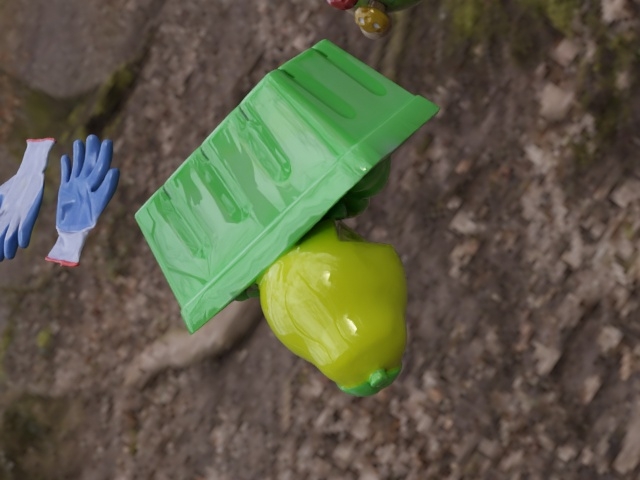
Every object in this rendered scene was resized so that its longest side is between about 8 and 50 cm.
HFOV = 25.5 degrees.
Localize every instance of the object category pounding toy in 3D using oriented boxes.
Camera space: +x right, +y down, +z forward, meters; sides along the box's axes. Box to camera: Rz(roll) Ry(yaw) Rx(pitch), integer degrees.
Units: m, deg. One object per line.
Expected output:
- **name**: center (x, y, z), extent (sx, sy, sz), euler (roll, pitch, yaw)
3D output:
- **pounding toy**: center (0.056, -0.363, 2.112), extent (0.110, 0.183, 0.237), euler (-68, 11, -20)

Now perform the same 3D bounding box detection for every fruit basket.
- **fruit basket**: center (0.000, 0.000, 1.716), extent (0.392, 0.392, 0.283), euler (-51, -5, 33)

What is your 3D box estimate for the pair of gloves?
- **pair of gloves**: center (-0.314, -0.047, 1.620), extent (0.198, 0.023, 0.159), euler (5, 72, 36)
